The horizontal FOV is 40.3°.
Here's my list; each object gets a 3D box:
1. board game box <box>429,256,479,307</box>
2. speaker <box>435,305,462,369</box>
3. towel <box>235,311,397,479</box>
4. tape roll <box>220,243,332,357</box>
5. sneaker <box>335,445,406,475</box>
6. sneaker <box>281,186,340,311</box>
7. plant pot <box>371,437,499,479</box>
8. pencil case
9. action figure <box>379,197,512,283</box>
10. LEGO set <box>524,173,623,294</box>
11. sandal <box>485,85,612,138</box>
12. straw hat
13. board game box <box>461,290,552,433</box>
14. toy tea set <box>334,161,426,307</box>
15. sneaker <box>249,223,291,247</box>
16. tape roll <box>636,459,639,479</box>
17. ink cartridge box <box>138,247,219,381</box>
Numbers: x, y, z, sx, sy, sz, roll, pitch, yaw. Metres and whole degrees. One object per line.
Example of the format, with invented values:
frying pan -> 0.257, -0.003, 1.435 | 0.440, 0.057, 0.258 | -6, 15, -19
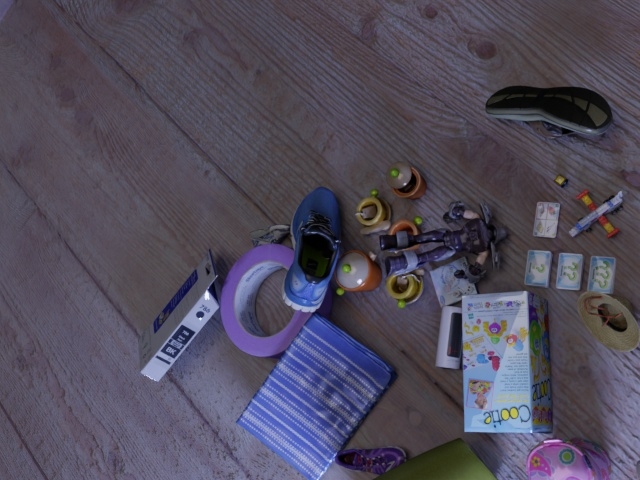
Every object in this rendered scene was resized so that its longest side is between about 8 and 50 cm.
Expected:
board game box -> 0.297, 0.094, 1.935 | 0.090, 0.020, 0.090 | -24, 68, 23
speaker -> 0.284, 0.212, 1.896 | 0.055, 0.055, 0.136 | 3, 80, 32
towel -> -0.011, 0.361, 2.001 | 0.243, 0.040, 0.336 | 36, 99, 10
tape roll -> -0.110, 0.149, 2.129 | 0.275, 0.090, 0.274 | -7, 75, 29
sneaker -> 0.109, 0.490, 1.928 | 0.170, 0.071, 0.068 | -10, 74, 29
sneaker -> 0.000, 0.000, 2.010 | 0.147, 0.130, 0.329 | 121, 161, -50
plant pot -> 0.221, 0.548, 1.756 | 0.293, 0.275, 0.275 | -42, 60, -1
pencil case -> 0.460, 0.421, 1.604 | 0.124, 0.284, 0.124 | -7, 74, 25
action figure -> 0.275, 0.005, 1.894 | 0.285, 0.099, 0.185 | -10, 66, 0
LEGO set -> 0.524, -0.019, 1.805 | 0.183, 0.060, 0.244 | 6, 81, 28
sandal -> 0.492, -0.269, 1.866 | 0.120, 0.086, 0.303 | -39, 35, -24
straw hat -> 0.585, 0.144, 1.722 | 0.061, 0.144, 0.144 | -34, 53, -28
board game box -> 0.381, 0.252, 1.775 | 0.144, 0.142, 0.275 | -6, 75, 30
toy tea set -> 0.139, -0.018, 1.995 | 0.200, 0.124, 0.335 | 1, 79, 31
sneaker -> -0.116, -0.006, 2.198 | 0.135, 0.052, 0.058 | -16, 81, 35
tape roll -> 0.655, 0.481, 1.475 | 0.100, 0.286, 0.286 | -35, 63, 21
ink cartridge box -> -0.348, 0.189, 2.236 | 0.332, 0.065, 0.165 | -51, 25, 14
